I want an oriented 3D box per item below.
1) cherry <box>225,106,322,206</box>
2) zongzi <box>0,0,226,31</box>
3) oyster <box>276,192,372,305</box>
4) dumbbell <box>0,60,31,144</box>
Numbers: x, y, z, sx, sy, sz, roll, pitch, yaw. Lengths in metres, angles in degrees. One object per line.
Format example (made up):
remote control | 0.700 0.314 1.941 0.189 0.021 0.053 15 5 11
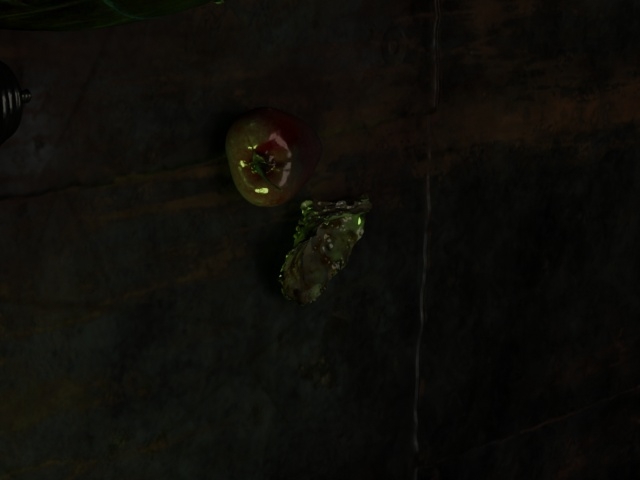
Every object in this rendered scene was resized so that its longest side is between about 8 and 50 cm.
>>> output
cherry | -0.053 -0.088 1.750 0.126 0.087 0.106 16 77 -68
zongzi | -0.238 -0.274 1.484 0.403 0.432 0.208 -68 139 -81
oyster | 0.005 -0.003 1.857 0.177 0.056 0.105 -49 142 -31
dumbbell | -0.334 -0.114 1.407 0.208 0.099 0.099 -14 108 -48
